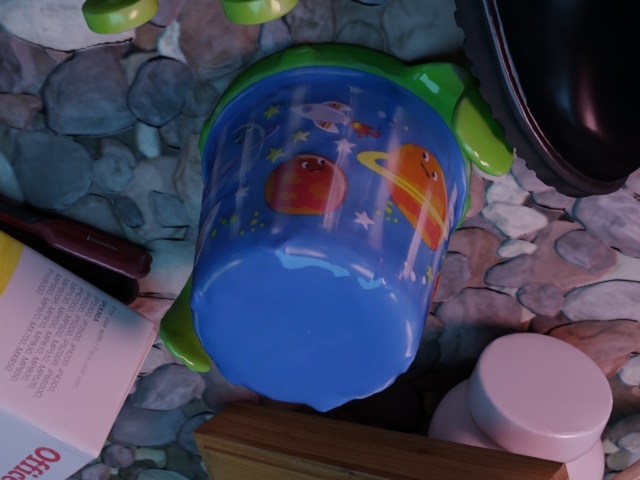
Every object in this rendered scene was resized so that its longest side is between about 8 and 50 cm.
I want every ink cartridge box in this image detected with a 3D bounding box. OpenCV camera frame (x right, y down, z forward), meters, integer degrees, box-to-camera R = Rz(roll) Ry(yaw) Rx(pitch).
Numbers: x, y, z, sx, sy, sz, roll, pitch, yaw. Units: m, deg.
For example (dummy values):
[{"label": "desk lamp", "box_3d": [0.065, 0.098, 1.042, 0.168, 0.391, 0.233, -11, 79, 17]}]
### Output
[{"label": "ink cartridge box", "box_3d": [-0.392, 0.092, 0.943, 0.385, 0.160, 0.279, 33, 138, -18]}]

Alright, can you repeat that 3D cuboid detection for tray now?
[{"label": "tray", "box_3d": [0.057, 0.281, 0.952, 0.411, 0.076, 0.202, 0, 114, 45]}]

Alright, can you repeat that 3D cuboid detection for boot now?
[{"label": "boot", "box_3d": [0.212, -0.176, 0.608, 0.260, 0.131, 0.348, -2, 129, 41]}]

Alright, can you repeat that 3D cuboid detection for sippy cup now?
[{"label": "sippy cup", "box_3d": [0.000, 0.000, 0.791, 0.240, 0.224, 0.305, 12, 130, 0]}]

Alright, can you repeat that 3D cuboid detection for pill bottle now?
[{"label": "pill bottle", "box_3d": [0.177, 0.238, 0.991, 0.169, 0.169, 0.301, 12, 129, 0]}]

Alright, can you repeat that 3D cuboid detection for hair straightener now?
[{"label": "hair straightener", "box_3d": [-0.281, 0.012, 0.958, 0.230, 0.047, 0.089, 20, 129, -11]}]

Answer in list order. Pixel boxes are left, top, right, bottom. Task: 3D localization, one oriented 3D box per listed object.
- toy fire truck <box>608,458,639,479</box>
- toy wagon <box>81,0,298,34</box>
[{"label": "toy fire truck", "box_3d": [0.406, 0.240, 0.981, 0.246, 0.158, 0.217, 7, 131, 18]}, {"label": "toy wagon", "box_3d": [-0.086, -0.269, 0.645, 0.344, 0.068, 0.267, 2, 130, 23]}]
